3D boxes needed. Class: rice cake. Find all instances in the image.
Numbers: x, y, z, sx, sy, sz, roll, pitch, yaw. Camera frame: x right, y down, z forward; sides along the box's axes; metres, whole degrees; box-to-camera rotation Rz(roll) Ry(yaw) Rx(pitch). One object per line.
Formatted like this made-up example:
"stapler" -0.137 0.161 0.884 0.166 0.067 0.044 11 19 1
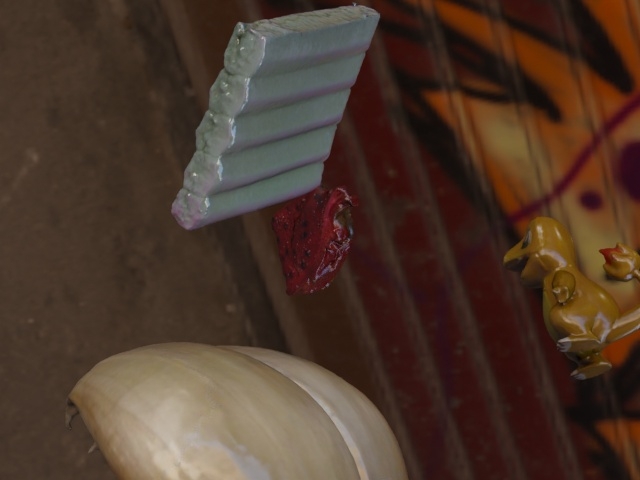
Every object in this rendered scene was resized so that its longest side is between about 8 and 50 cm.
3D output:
"rice cake" -0.031 -0.102 1.100 0.198 0.037 0.189 -13 127 -64

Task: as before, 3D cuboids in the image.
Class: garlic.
"garlic" -0.063 0.186 1.051 0.286 0.249 0.313 0 45 -44

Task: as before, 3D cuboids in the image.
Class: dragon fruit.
"dragon fruit" -0.002 0.002 1.425 0.097 0.131 0.063 45 46 -9

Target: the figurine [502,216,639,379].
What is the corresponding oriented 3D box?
"figurine" 0.267 0.040 1.398 0.121 0.122 0.176 50 11 -53
